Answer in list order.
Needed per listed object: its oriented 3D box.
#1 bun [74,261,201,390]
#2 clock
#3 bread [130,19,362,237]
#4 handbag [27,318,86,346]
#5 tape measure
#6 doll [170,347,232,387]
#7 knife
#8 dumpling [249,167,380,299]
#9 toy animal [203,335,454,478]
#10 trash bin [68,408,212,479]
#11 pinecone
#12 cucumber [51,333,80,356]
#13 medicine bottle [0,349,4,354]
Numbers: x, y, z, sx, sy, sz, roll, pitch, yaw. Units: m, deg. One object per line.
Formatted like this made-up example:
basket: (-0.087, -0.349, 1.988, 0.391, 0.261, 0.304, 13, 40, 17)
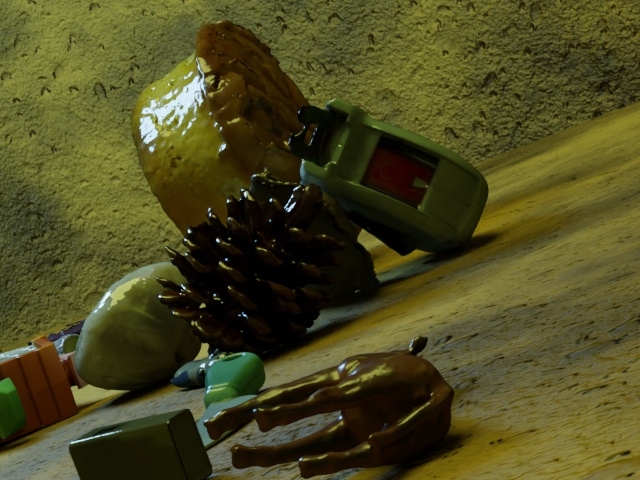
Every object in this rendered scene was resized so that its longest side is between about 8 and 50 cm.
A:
bun: (-0.195, 0.114, 2.145, 0.183, 0.102, 0.183, -40, -22, -20)
clock: (-0.404, 0.198, 2.226, 0.255, 0.106, 0.220, -15, 8, 30)
bread: (-0.097, -0.111, 2.596, 0.215, 0.398, 0.398, -32, 1, 14)
handbag: (-0.301, 0.131, 2.755, 0.216, 0.074, 0.203, -21, 3, 43)
tape measure: (0.077, -0.066, 2.268, 0.243, 0.246, 0.125, 92, -157, -84)
doll: (-0.124, 0.137, 1.953, 0.037, 0.027, 0.125, -48, 17, -28)
knife: (-0.081, 0.147, 1.626, 0.063, 0.034, 0.260, -13, 11, 6)
dumpling: (-0.002, -0.004, 2.195, 0.166, 0.086, 0.332, 13, -23, 3)
toy animal: (0.028, 0.105, 1.231, 0.230, 0.066, 0.224, -17, 4, -33)
trash bin: (-0.132, 0.164, 1.387, 0.092, 0.061, 0.043, -17, 5, 28)
pinecone: (-0.067, 0.033, 2.007, 0.212, 0.168, 0.185, -43, 33, -12)
cucumber: (-0.372, 0.173, 2.646, 0.112, 0.064, 0.064, -23, 2, 43)
medicine bottle: (-0.530, 0.217, 2.523, 0.239, 0.124, 0.124, -21, 4, -3)
